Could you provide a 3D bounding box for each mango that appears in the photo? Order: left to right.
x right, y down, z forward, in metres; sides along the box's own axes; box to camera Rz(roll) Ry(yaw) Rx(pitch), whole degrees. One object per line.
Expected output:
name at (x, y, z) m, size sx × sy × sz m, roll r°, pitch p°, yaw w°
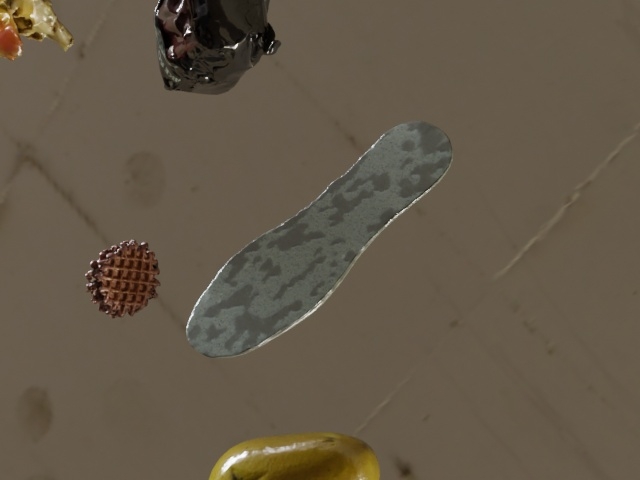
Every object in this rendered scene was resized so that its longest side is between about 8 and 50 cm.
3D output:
mango at (-0.027, 0.249, 1.351) m, size 0.195 × 0.098 × 0.137 m, roll -31°, pitch -60°, yaw 35°

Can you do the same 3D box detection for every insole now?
insole at (0.000, 0.000, 0.789) m, size 0.193 × 0.006 × 0.065 m, roll -42°, pitch -124°, yaw -5°

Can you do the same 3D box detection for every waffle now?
waffle at (-0.201, 0.040, 1.373) m, size 0.029 × 0.083 × 0.075 m, roll 10°, pitch -49°, yaw 47°

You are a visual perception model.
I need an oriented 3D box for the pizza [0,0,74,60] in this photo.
pizza at (-0.337, -0.250, 1.025) m, size 0.251 × 0.074 × 0.287 m, roll 20°, pitch -29°, yaw 46°

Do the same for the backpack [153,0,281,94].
backpack at (-0.107, -0.200, 1.276) m, size 0.165 × 0.106 × 0.120 m, roll -39°, pitch -125°, yaw 57°
